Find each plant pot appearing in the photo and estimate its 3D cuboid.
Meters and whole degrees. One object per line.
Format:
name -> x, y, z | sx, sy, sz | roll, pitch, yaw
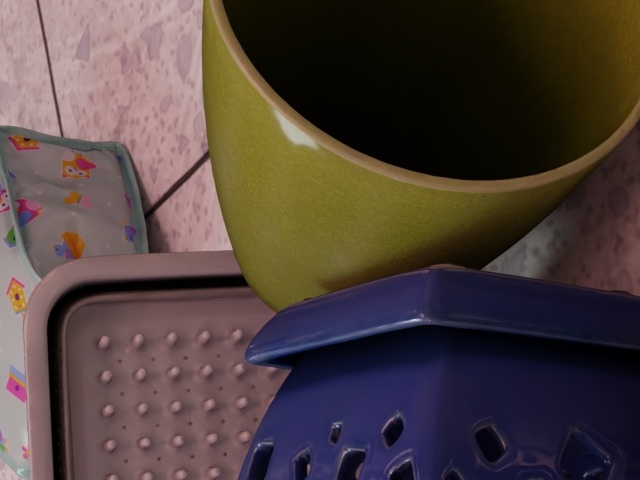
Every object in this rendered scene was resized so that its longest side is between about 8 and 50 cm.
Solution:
plant pot -> 0.088, 0.137, 1.106 | 0.236, 0.236, 0.212 | -20, 66, 56
plant pot -> 0.036, -0.067, 1.188 | 0.293, 0.274, 0.275 | 113, 144, -55

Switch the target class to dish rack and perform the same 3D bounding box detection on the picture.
dish rack -> -0.066, 0.176, 1.314 | 0.072, 0.285, 0.333 | 144, 122, -74

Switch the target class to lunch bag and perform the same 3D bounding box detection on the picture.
lunch bag -> -0.246, 0.061, 1.687 | 0.223, 0.160, 0.262 | -62, 36, 34
